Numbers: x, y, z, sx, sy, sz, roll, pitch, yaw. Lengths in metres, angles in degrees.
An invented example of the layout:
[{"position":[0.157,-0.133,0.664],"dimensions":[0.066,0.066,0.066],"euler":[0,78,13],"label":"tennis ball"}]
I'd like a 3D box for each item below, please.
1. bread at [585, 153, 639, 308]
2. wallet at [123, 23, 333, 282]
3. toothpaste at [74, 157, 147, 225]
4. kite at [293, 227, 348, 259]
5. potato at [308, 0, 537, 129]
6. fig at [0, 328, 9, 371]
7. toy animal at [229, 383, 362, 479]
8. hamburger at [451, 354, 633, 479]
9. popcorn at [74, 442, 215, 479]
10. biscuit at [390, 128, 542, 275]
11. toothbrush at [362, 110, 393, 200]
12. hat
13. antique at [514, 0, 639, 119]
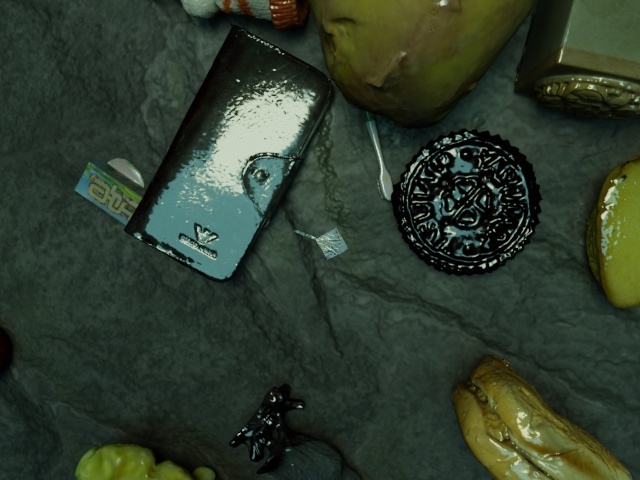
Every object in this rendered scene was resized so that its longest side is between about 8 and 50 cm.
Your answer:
[{"position":[0.403,-0.015,0.583],"dimensions":[0.149,0.065,0.188],"euler":[-8,99,0],"label":"bread"},{"position":[-0.120,-0.109,0.631],"dimensions":[0.172,0.045,0.318],"euler":[29,91,0],"label":"wallet"},{"position":[-0.251,-0.049,0.680],"dimensions":[0.193,0.044,0.070],"euler":[34,101,2],"label":"toothpaste"},{"position":[0.004,-0.005,0.670],"dimensions":[0.078,0.002,0.044],"euler":[40,101,1],"label":"kite"},{"position":[0.102,-0.249,0.472],"dimensions":[0.300,0.288,0.238],"euler":[5,82,23],"label":"potato"},{"position":[-0.554,0.172,0.717],"dimensions":[0.128,0.150,0.129],"euler":[5,68,-12],"label":"fig"},{"position":[-0.017,0.312,0.662],"dimensions":[0.210,0.117,0.121],"euler":[37,95,4],"label":"toy animal"},{"position":[0.259,0.242,0.569],"dimensions":[0.213,0.214,0.108],"euler":[43,100,1],"label":"hamburger"},{"position":[-0.224,0.465,0.642],"dimensions":[0.335,0.274,0.279],"euler":[27,142,40],"label":"popcorn"},{"position":[0.190,-0.046,0.610],"dimensions":[0.194,0.053,0.195],"euler":[1,98,8],"label":"biscuit"},{"position":[0.063,-0.179,0.628],"dimensions":[0.018,0.024,0.258],"euler":[-14,95,-10],"label":"toothbrush"},{"position":[-0.095,-0.314,0.585],"dimensions":[0.162,0.112,0.094],"euler":[7,94,8],"label":"hat"},{"position":[0.316,-0.217,0.519],"dimensions":[0.146,0.152,0.148],"euler":[13,97,5],"label":"antique"}]
